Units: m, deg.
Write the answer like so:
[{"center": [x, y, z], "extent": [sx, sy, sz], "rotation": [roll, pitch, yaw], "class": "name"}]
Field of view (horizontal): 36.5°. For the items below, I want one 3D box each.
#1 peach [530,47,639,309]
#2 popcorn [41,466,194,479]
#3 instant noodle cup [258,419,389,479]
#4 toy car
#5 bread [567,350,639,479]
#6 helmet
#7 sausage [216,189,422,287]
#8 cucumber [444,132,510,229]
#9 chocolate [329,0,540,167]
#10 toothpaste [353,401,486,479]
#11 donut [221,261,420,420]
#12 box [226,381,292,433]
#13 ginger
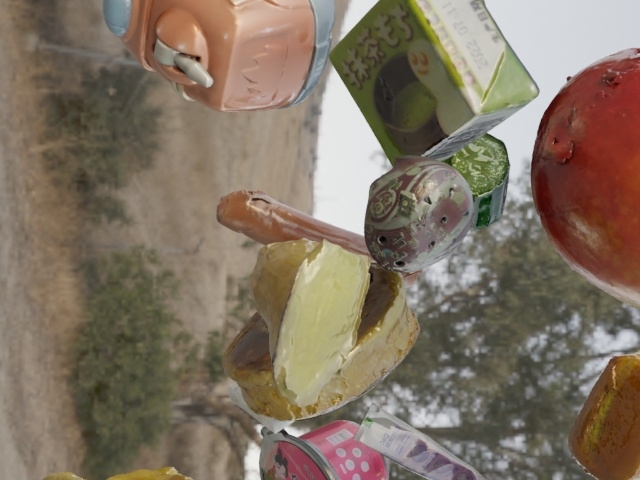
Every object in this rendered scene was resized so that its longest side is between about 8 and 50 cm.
[{"center": [0.446, -0.080, 1.235], "extent": [0.370, 0.369, 0.370], "rotation": [-179, -90, -81], "class": "peach"}, {"center": [-0.204, 0.466, 1.139], "extent": [0.354, 0.344, 0.390], "rotation": [48, 37, -71], "class": "popcorn"}, {"center": [0.022, 0.481, 1.988], "extent": [0.258, 0.181, 0.303], "rotation": [-16, -86, 52], "class": "instant noodle cup"}, {"center": [-0.124, -0.255, 1.085], "extent": [0.270, 0.212, 0.181], "rotation": [43, -45, 26], "class": "toy car"}, {"center": [0.628, 0.360, 1.991], "extent": [0.204, 0.156, 0.288], "rotation": [40, -64, 47], "class": "bread"}, {"center": [0.153, -0.039, 1.377], "extent": [0.107, 0.153, 0.177], "rotation": [-3, -138, 48], "class": "helmet"}, {"center": [0.000, 0.000, 1.881], "extent": [0.094, 0.418, 0.094], "rotation": [-92, -153, -57], "class": "sausage"}, {"center": [0.294, -0.116, 1.931], "extent": [0.130, 0.191, 0.191], "rotation": [84, -1, -46], "class": "cucumber"}, {"center": [0.174, -0.287, 1.638], "extent": [0.289, 0.137, 0.301], "rotation": [60, -33, 3], "class": "chocolate"}, {"center": [0.199, 0.403, 1.776], "extent": [0.075, 0.301, 0.048], "rotation": [-56, -168, 1], "class": "toothpaste"}, {"center": [0.004, 0.171, 1.614], "extent": [0.330, 0.330, 0.160], "rotation": [-106, 174, -62], "class": "donut"}, {"center": [-0.097, 0.292, 1.797], "extent": [0.154, 0.084, 0.040], "rotation": [26, -46, 49], "class": "box"}, {"center": [-0.036, 0.090, 1.135], "extent": [0.115, 0.122, 0.193], "rotation": [32, 71, -51], "class": "ginger"}]
